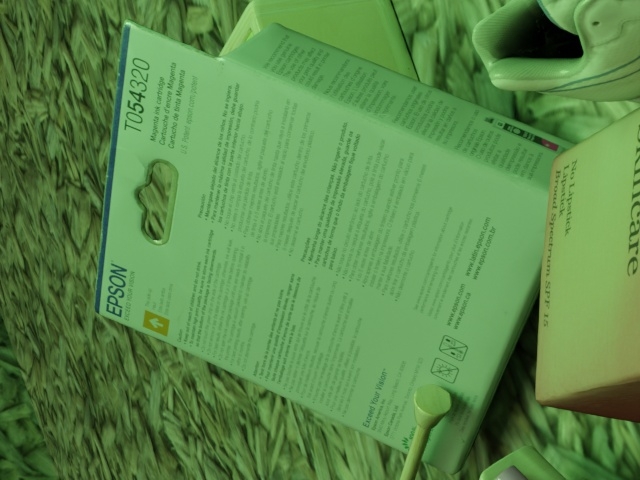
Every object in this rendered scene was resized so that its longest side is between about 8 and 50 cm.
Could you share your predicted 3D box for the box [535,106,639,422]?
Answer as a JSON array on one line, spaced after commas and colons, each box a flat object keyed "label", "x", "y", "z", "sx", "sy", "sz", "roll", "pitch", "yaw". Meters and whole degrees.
[{"label": "box", "x": 0.213, "y": 0.008, "z": 0.772, "sx": 0.232, "sy": 0.127, "sz": 0.149, "roll": 143, "pitch": 135, "yaw": -69}]

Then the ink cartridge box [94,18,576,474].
[{"label": "ink cartridge box", "x": 0.000, "y": 0.000, "z": 1.160, "sx": 0.330, "sy": 0.071, "sz": 0.324, "roll": 25, "pitch": 138, "yaw": 9}]

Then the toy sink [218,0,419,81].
[{"label": "toy sink", "x": 0.005, "y": -0.069, "z": 1.283, "sx": 0.153, "sy": 0.131, "sz": 0.234, "roll": 134, "pitch": 121, "yaw": -63}]

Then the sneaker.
[{"label": "sneaker", "x": 0.170, "y": -0.136, "z": 0.698, "sx": 0.297, "sy": 0.129, "sz": 0.111, "roll": 124, "pitch": 131, "yaw": -59}]

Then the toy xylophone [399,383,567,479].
[{"label": "toy xylophone", "x": 0.121, "y": 0.255, "z": 1.166, "sx": 0.236, "sy": 0.081, "sz": 0.323, "roll": 39, "pitch": 141, "yaw": 28}]
